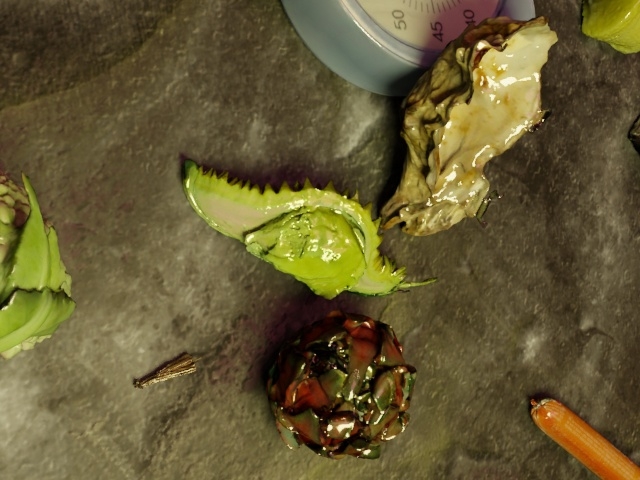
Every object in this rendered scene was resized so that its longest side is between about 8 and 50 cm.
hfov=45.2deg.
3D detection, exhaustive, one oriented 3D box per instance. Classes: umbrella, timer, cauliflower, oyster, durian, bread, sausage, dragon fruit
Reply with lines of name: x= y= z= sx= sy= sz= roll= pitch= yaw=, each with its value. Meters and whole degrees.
umbrella: x=-0.172 y=0.150 z=0.876 sx=0.083 sy=0.031 sz=0.020 roll=-16 pitch=123 yaw=-28
timer: x=0.101 y=-0.382 z=1.011 sx=0.395 sy=0.173 sz=0.395 roll=3 pitch=83 yaw=-29
cauliflower: x=-0.364 y=0.050 z=0.695 sx=0.315 sy=0.256 sz=0.239 roll=-39 pitch=109 yaw=4
oyster: x=0.180 y=-0.131 z=0.963 sx=0.197 sy=0.337 sz=0.133 roll=-10 pitch=45 yaw=-28
durian: x=-0.001 y=-0.003 z=0.946 sx=0.375 sy=0.106 sz=0.132 roll=27 pitch=77 yaw=-19
bread: x=0.506 y=-0.384 z=1.277 sx=0.114 sy=0.111 sz=0.129 roll=21 pitch=78 yaw=-34
sausage: x=0.435 y=0.337 z=1.173 sx=0.348 sy=0.053 sz=0.053 roll=40 pitch=67 yaw=-19
dragon fruit: x=0.026 y=0.168 z=0.891 sx=0.182 sy=0.188 sz=0.182 roll=4 pitch=83 yaw=-39

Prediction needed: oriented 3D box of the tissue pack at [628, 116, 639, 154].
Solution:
tissue pack: x=0.713 y=-0.115 z=1.302 sx=0.370 sy=0.210 sz=0.198 roll=48 pitch=70 yaw=-17
